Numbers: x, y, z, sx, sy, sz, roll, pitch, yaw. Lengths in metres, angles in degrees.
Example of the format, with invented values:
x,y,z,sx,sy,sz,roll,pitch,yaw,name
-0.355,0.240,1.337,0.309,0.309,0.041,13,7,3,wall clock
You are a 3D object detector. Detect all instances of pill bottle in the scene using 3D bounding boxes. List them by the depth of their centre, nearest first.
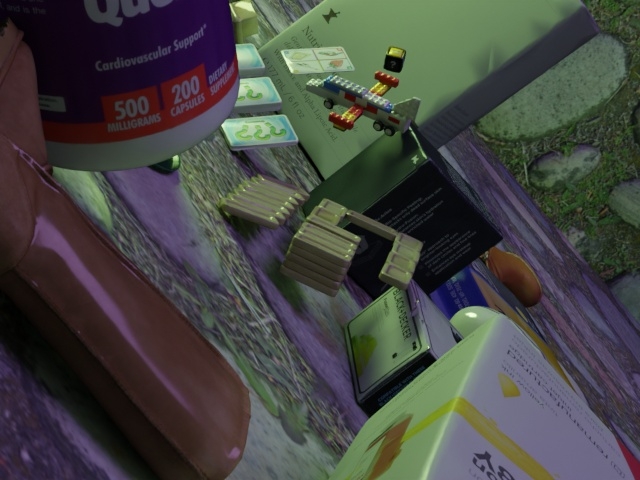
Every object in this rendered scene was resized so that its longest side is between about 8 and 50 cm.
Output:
x,y,z,sx,sy,sz,roll,pitch,yaw,name
-0.161,-0.221,1.213,0.181,0.181,0.323,-110,-169,-55,pill bottle

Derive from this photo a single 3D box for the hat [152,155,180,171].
x,y,z,sx,sy,sz,roll,pitch,yaw,name
-0.114,-0.178,1.562,0.173,0.183,0.208,46,14,-32,hat

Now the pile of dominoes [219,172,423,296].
x,y,z,sx,sy,sz,roll,pitch,yaw,name
0.000,0.000,1.760,0.196,0.040,0.251,24,11,2,pile of dominoes

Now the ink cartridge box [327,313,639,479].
x,y,z,sx,sy,sz,roll,pitch,yaw,name
0.135,0.244,1.209,0.279,0.160,0.385,48,19,-1,ink cartridge box

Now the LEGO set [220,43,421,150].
x,y,z,sx,sy,sz,roll,pitch,yaw,name
-0.004,-0.177,1.933,0.182,0.244,0.060,-115,-153,-45,LEGO set

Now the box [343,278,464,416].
x,y,z,sx,sy,sz,roll,pitch,yaw,name
0.149,0.189,1.733,0.290,0.087,0.169,48,13,-22,box

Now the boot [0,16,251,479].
x,y,z,sx,sy,sz,roll,pitch,yaw,name
-0.154,0.009,1.128,0.269,0.089,0.236,48,22,-23,boot

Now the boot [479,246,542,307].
x,y,z,sx,sy,sz,roll,pitch,yaw,name
0.251,0.052,2.581,0.197,0.073,0.152,38,13,-11,boot

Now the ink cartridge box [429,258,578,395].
x,y,z,sx,sy,sz,roll,pitch,yaw,name
0.222,0.113,2.295,0.307,0.072,0.304,45,14,-40,ink cartridge box

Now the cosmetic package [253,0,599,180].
x,y,z,sx,sy,sz,roll,pitch,yaw,name
0.131,-0.245,2.208,0.217,0.385,0.156,55,12,14,cosmetic package

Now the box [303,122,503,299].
x,y,z,sx,sy,sz,roll,pitch,yaw,name
0.091,-0.024,1.965,0.158,0.156,0.093,43,14,-37,box

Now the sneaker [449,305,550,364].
x,y,z,sx,sy,sz,roll,pitch,yaw,name
0.202,0.170,1.973,0.161,0.102,0.282,31,24,-53,sneaker

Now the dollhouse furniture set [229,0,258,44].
x,y,z,sx,sy,sz,roll,pitch,yaw,name
-0.215,-0.447,2.178,0.355,0.173,0.303,86,-16,-52,dollhouse furniture set
